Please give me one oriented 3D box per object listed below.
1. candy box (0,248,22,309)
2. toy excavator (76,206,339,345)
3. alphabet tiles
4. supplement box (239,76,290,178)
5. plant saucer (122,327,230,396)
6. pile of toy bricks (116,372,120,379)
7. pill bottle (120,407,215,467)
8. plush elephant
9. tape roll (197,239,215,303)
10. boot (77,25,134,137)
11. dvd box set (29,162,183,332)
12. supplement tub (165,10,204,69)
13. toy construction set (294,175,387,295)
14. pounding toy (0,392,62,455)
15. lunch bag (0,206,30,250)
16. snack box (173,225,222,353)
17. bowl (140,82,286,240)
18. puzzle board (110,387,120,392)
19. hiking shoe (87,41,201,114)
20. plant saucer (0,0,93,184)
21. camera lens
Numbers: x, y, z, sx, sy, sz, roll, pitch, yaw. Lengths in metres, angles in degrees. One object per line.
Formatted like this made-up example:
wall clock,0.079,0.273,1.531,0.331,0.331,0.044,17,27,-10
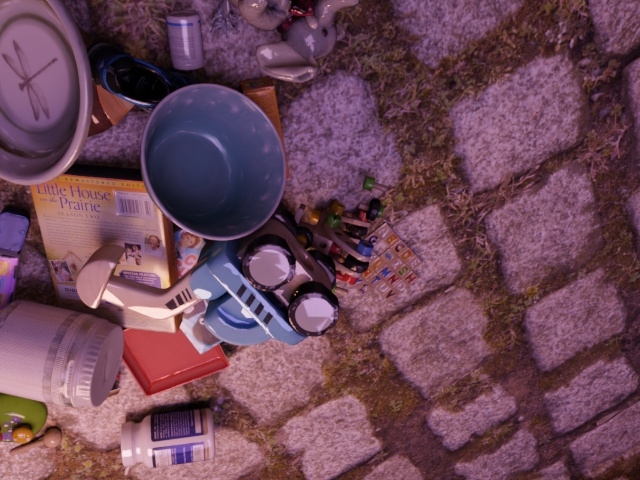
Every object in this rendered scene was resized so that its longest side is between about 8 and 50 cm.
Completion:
candy box,-0.820,0.073,1.431,0.196,0.070,0.165,11,118,-23
toy excavator,-0.237,0.106,1.328,0.445,0.222,0.433,-37,110,13
alphabet tiles,0.176,0.079,1.753,0.198,0.009,0.237,-40,123,11
supplement box,-0.128,-0.253,1.412,0.080,0.078,0.233,-15,125,-6
plant saucer,-0.416,0.299,1.703,0.258,0.048,0.259,-20,124,-3
pile of toy bricks,-0.590,0.354,1.638,0.105,0.118,0.212,21,119,-6
pill bottle,-0.452,0.591,1.817,0.264,0.153,0.153,-3,123,-14
plush elephant,-0.050,-0.463,1.195,0.255,0.272,0.330,29,140,-15
tape roll,-0.200,0.079,1.526,0.072,0.219,0.219,-8,139,43
boot,-0.528,-0.314,1.251,0.207,0.090,0.248,-32,127,4
dvd box set,-0.495,0.024,1.435,0.307,0.062,0.420,5,122,6
supplement tub,-0.281,-0.417,1.267,0.071,0.071,0.107,-6,123,-12
toy construction set,0.000,0.000,1.563,0.237,0.257,0.309,17,140,-5
pounding toy,-0.851,0.538,1.697,0.183,0.110,0.237,-20,125,-2
lunch bag,-0.709,-0.023,1.399,0.067,0.065,0.098,19,98,-23
snack box,-0.319,0.120,1.569,0.187,0.060,0.322,-31,113,2
bowl,-0.243,-0.151,1.261,0.311,0.163,0.312,3,85,-34
puzzle board,-0.611,0.434,1.699,0.096,0.011,0.128,-15,167,-25
hiking shoe,-0.330,-0.298,1.248,0.304,0.132,0.113,10,111,-48
plant saucer,-0.561,-0.310,1.162,0.400,0.100,0.400,8,110,24
camera lens,-0.635,0.268,1.441,0.274,0.219,0.219,12,120,1
